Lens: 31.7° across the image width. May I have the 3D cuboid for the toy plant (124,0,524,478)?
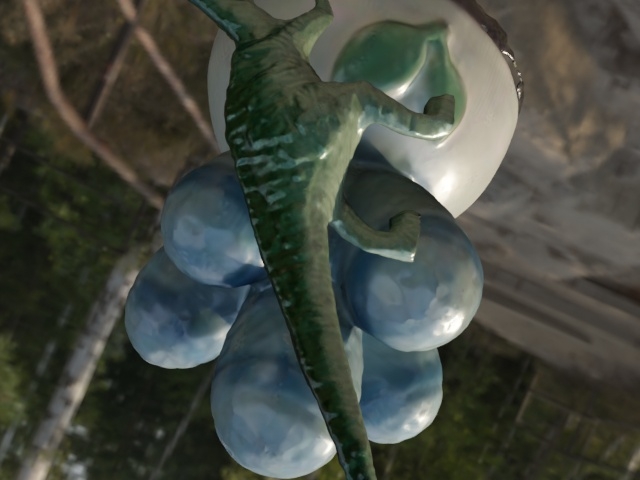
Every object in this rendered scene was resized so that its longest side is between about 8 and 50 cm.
[{"bbox_3d":[0.000,0.000,0.734,0.247,0.332,0.247,11,144,8],"label":"toy plant"}]

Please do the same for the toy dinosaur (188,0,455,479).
[{"bbox_3d":[0.024,-0.012,0.578,0.129,0.383,0.076,-13,156,-19],"label":"toy dinosaur"}]
